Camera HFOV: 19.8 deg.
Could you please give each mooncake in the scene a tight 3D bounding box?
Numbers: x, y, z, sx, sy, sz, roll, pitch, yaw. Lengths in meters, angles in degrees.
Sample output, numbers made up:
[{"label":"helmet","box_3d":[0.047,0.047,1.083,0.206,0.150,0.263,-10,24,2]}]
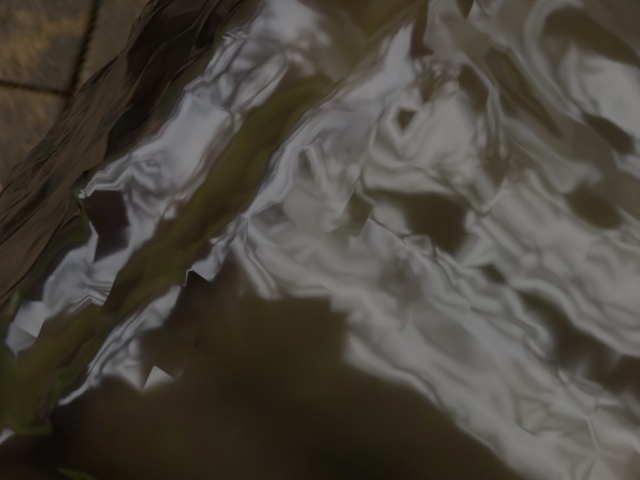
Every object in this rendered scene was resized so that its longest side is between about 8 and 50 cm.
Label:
[{"label":"mooncake","box_3d":[0.000,0.001,0.590,0.187,0.324,0.324,39,94,-12]}]

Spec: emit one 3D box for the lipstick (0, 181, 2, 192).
[{"label":"lipstick","box_3d":[-0.161,0.115,0.863,0.087,0.087,0.327,-16,102,-20]}]
